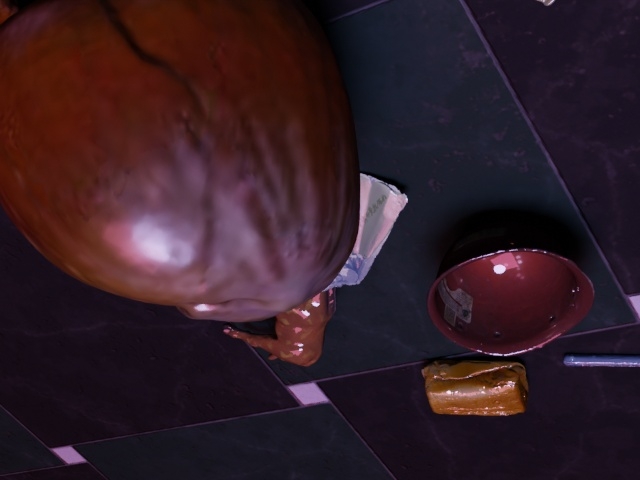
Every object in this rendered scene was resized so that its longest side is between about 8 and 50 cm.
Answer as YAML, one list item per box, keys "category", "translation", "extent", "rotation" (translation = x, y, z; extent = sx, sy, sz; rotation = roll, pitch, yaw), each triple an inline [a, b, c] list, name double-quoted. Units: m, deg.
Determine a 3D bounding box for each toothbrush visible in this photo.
- category: "toothbrush"
  translation: [0.397, 0.141, 1.306]
  extent: [0.219, 0.016, 0.019]
  rotation: [-2, 133, 20]

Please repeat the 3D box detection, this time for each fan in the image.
- category: "fan"
  translation: [0.000, 0.000, 1.253]
  extent: [0.240, 0.009, 0.131]
  rotation: [-40, 89, 34]

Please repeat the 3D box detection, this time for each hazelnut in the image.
- category: "hazelnut"
  translation: [-0.122, -0.087, 0.993]
  extent: [0.372, 0.372, 0.315]
  rotation: [30, 125, -13]

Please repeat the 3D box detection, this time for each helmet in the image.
- category: "helmet"
  translation: [0.203, 0.032, 1.188]
  extent: [0.175, 0.106, 0.155]
  rotation: [-23, 127, 31]

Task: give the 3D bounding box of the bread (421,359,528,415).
- category: "bread"
  translation: [0.194, 0.184, 1.394]
  extent: [0.132, 0.053, 0.074]
  rotation: [-5, 137, 23]

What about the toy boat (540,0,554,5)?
- category: "toy boat"
  translation: [0.212, -0.266, 0.898]
  extent: [0.065, 0.066, 0.172]
  rotation: [21, 139, -8]

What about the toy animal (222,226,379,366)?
- category: "toy animal"
  translation: [-0.019, 0.057, 1.327]
  extent: [0.229, 0.066, 0.224]
  rotation: [4, 118, 28]

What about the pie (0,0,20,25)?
- category: "pie"
  translation: [-0.381, -0.206, 1.094]
  extent: [0.178, 0.084, 0.205]
  rotation: [-22, 153, 0]
